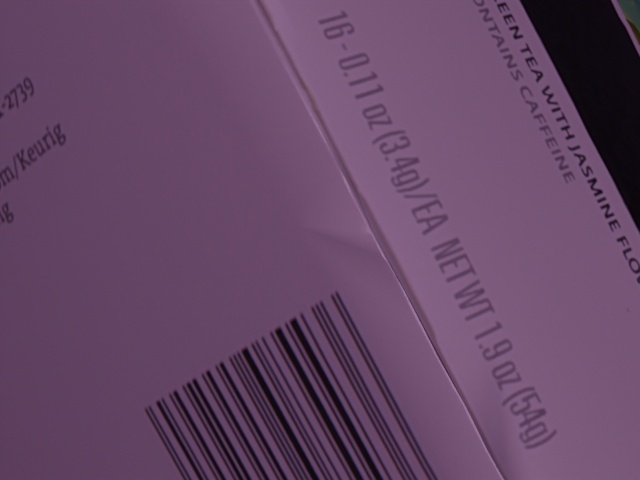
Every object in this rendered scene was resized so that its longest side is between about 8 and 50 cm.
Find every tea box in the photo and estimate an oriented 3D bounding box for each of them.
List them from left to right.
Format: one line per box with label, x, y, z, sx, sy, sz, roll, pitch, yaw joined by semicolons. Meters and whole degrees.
tea box;0.000;0.000;0.583;0.323;0.220;0.329;-22;173;-47
